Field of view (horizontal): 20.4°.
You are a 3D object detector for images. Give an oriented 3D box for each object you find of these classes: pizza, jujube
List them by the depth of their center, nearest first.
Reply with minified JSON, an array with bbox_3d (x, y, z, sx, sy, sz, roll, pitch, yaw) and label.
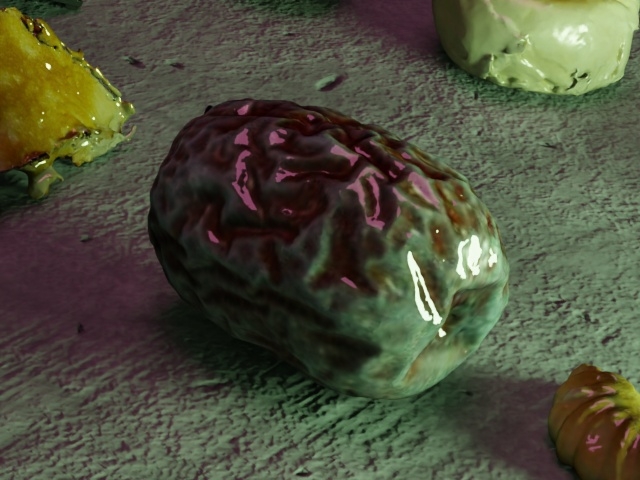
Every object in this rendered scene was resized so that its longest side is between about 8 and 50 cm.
[{"bbox_3d":[0.000,0.000,1.505,0.317,0.226,0.226,29,37,29],"label":"jujube"},{"bbox_3d":[-0.296,-0.133,1.742,0.071,0.189,0.297,-25,-2,38],"label":"pizza"}]

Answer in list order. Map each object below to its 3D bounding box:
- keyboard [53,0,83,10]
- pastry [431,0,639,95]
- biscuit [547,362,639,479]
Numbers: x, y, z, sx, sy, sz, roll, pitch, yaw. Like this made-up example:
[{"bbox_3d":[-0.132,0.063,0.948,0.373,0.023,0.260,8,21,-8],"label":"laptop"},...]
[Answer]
[{"bbox_3d":[-0.401,-0.357,2.187,0.101,0.018,0.310,10,21,-44],"label":"keyboard"},{"bbox_3d":[0.255,-0.270,2.105,0.265,0.133,0.265,6,32,-4],"label":"pastry"},{"bbox_3d":[0.256,0.160,1.460,0.118,0.061,0.183,-16,38,-32],"label":"biscuit"}]
